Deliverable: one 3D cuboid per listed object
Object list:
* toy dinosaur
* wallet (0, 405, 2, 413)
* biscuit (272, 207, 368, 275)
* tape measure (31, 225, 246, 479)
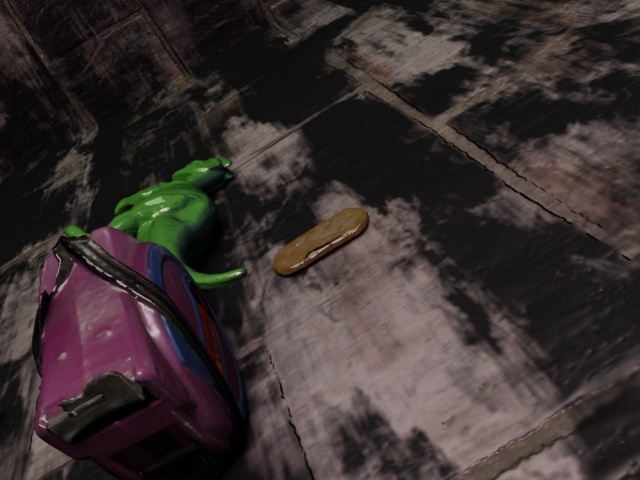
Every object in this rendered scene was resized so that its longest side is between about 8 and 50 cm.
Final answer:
[{"bbox_3d":[-0.162,-0.030,1.035,0.499,0.144,0.374,5,32,42],"label":"toy dinosaur"},{"bbox_3d":[-0.518,0.330,0.807,0.223,0.077,0.310,-22,30,6],"label":"wallet"},{"bbox_3d":[0.000,0.000,0.903,0.147,0.018,0.071,-32,26,-2],"label":"biscuit"},{"bbox_3d":[-0.177,0.111,0.652,0.149,0.245,0.232,-29,44,0],"label":"tape measure"}]
